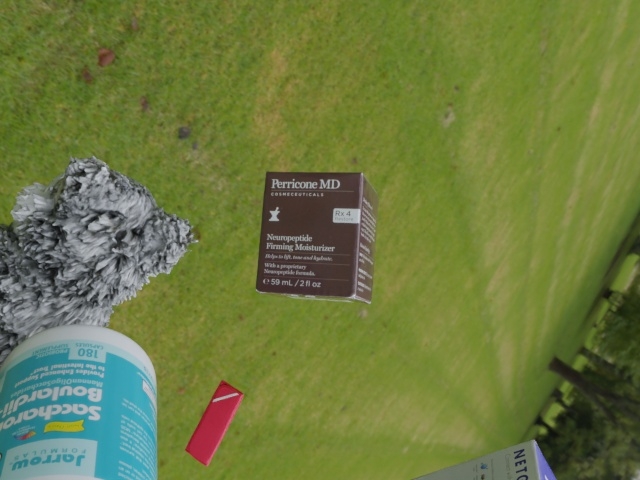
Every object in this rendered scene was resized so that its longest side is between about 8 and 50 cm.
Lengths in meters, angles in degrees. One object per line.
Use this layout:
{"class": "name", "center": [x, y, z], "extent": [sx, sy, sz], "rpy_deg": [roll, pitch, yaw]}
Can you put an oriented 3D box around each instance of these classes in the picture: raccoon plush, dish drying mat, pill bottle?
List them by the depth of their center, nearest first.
{"class": "pill bottle", "center": [-0.206, 0.199, 0.523], "extent": [0.146, 0.264, 0.146], "rpy_deg": [-7, 122, -11]}
{"class": "dish drying mat", "center": [-0.110, 0.189, 0.671], "extent": [0.083, 0.032, 0.008], "rpy_deg": [-62, 159, -1]}
{"class": "raccoon plush", "center": [-0.283, 0.125, 0.686], "extent": [0.299, 0.445, 0.216], "rpy_deg": [-21, 154, 28]}

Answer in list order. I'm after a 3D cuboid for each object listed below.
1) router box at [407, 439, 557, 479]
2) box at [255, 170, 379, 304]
{"class": "router box", "center": [0.146, 0.412, 0.778], "extent": [0.301, 0.082, 0.335], "rpy_deg": [-27, -170, 19]}
{"class": "box", "center": [0.000, 0.000, 1.103], "extent": [0.167, 0.169, 0.203], "rpy_deg": [30, 63, -73]}
